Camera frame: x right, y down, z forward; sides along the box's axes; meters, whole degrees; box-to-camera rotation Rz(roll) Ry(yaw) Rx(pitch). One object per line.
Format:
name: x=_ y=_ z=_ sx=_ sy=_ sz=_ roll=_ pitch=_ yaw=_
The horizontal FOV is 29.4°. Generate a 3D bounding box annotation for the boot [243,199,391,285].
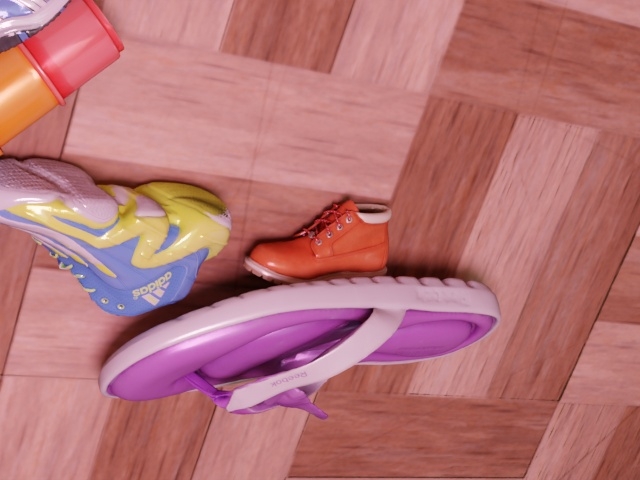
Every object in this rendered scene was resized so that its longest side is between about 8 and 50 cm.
boot: x=0.000 y=0.000 z=1.149 sx=0.158 sy=0.059 sz=0.084 roll=-3 pitch=116 yaw=-36

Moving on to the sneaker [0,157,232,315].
sneaker: x=-0.191 y=0.009 z=1.026 sx=0.240 sy=0.091 sz=0.126 roll=9 pitch=113 yaw=-33

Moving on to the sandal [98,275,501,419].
sandal: x=0.004 y=0.110 z=1.143 sx=0.416 sy=0.102 sz=0.169 roll=-8 pitch=152 yaw=-26

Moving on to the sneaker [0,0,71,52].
sneaker: x=-0.265 y=-0.176 z=0.885 sx=0.211 sy=0.080 sz=0.081 roll=-32 pitch=129 yaw=-9

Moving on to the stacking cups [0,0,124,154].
stacking cups: x=-0.289 y=-0.072 z=0.927 sx=0.316 sy=0.096 sz=0.096 roll=-34 pitch=128 yaw=-8
